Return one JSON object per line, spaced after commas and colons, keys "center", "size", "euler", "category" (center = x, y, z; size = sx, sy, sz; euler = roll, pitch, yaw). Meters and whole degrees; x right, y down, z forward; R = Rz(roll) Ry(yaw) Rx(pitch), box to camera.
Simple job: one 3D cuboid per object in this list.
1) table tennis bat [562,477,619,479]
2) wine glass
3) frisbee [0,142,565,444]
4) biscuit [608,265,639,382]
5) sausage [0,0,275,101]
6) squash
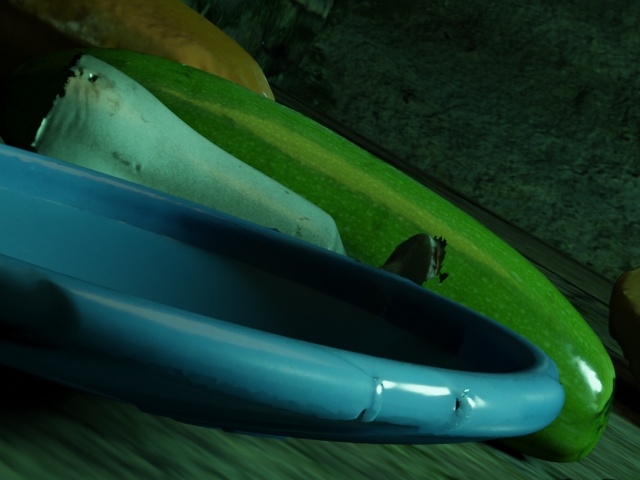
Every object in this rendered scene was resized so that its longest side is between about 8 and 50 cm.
{"center": [0.164, 0.075, 0.639], "size": [0.107, 0.119, 0.170], "euler": [33, 6, 42], "category": "table tennis bat"}
{"center": [-0.036, -0.003, 0.607], "size": [0.155, 0.072, 0.072], "euler": [27, 6, -15], "category": "wine glass"}
{"center": [-0.054, 0.014, 0.442], "size": [0.242, 0.045, 0.242], "euler": [17, 5, -1], "category": "frisbee"}
{"center": [0.401, 0.090, 1.152], "size": [0.385, 0.062, 0.365], "euler": [0, 23, -12], "category": "biscuit"}
{"center": [-0.145, -0.109, 0.853], "size": [0.274, 0.105, 0.105], "euler": [31, 6, 14], "category": "sausage"}
{"center": [0.000, -0.002, 0.700], "size": [0.292, 0.082, 0.082], "euler": [29, 6, -1], "category": "squash"}
